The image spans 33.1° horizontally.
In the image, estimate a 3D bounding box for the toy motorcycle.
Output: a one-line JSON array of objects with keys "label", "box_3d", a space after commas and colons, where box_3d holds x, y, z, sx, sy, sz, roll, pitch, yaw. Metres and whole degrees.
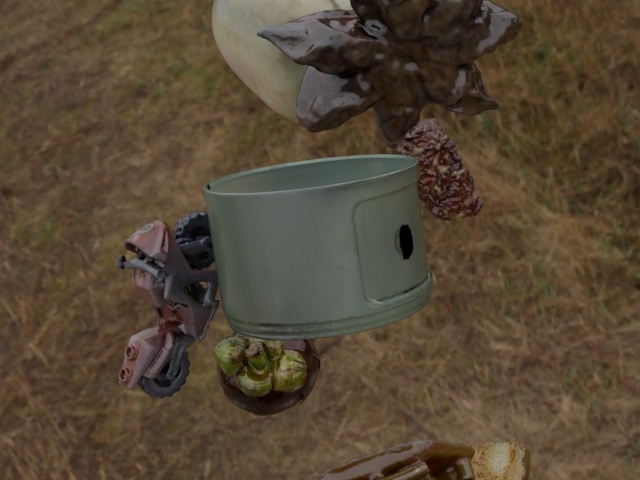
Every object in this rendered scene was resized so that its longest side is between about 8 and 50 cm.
[{"label": "toy motorcycle", "box_3d": [-0.176, 0.066, 1.183, 0.084, 0.118, 0.212, 14, 89, 45]}]

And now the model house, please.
[{"label": "model house", "box_3d": [0.096, 0.372, 1.249, 0.219, 0.199, 0.229, -45, 55, 30]}]

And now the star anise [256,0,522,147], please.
[{"label": "star anise", "box_3d": [0.087, -0.236, 1.225, 0.315, 0.315, 0.108, -16, 49, 6]}]

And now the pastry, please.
[{"label": "pastry", "box_3d": [0.201, -0.117, 1.880, 0.097, 0.208, 0.115, -33, 28, -1]}]

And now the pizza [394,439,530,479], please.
[{"label": "pizza", "box_3d": [0.192, 0.345, 1.542, 0.199, 0.062, 0.188, 24, 63, 29]}]

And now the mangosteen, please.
[{"label": "mangosteen", "box_3d": [-0.085, 0.197, 1.700, 0.166, 0.180, 0.166, -2, 78, 9]}]

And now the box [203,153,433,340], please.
[{"label": "box", "box_3d": [0.000, 0.000, 1.133, 0.226, 0.149, 0.226, -8, 12, 2]}]

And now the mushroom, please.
[{"label": "mushroom", "box_3d": [-0.020, -0.311, 1.578, 0.234, 0.260, 0.254, -41, 17, -10]}]
